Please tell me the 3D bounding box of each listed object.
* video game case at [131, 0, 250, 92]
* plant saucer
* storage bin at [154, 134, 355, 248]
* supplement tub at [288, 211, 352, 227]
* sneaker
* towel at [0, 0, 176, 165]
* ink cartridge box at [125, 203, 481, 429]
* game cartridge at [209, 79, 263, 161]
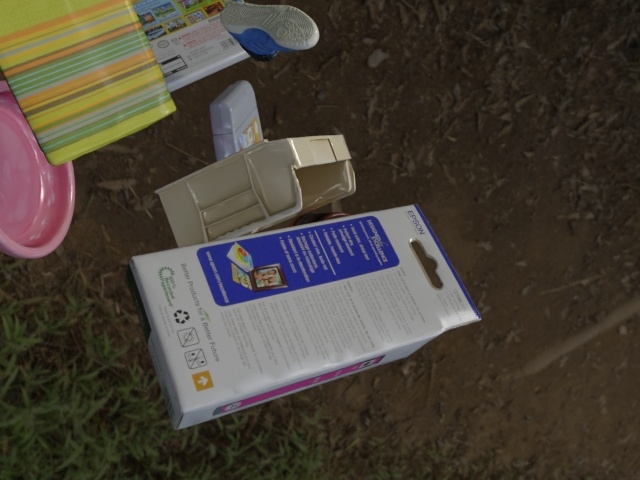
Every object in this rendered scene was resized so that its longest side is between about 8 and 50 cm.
[{"bbox_3d":[-0.226,-0.351,1.059,0.227,0.206,0.026,-32,170,-23],"label":"video game case"},{"bbox_3d":[-0.583,-0.128,1.240,0.084,0.332,0.332,-5,122,9],"label":"plant saucer"},{"bbox_3d":[-0.096,-0.085,1.136,0.260,0.262,0.123,-20,92,23],"label":"storage bin"},{"bbox_3d":[0.000,0.000,1.210,0.106,0.198,0.106,-1,93,-23],"label":"supplement tub"},{"bbox_3d":[-0.062,-0.288,0.936,0.058,0.152,0.084,-71,159,-9],"label":"sneaker"},{"bbox_3d":[-0.185,-0.175,0.432,0.102,0.021,0.237,-31,114,-27],"label":"towel"},{"bbox_3d":[-0.011,0.069,0.745,0.371,0.175,0.069,-13,152,-26],"label":"ink cartridge box"},{"bbox_3d":[-0.170,-0.181,1.453,0.062,0.198,0.297,-5,118,9],"label":"game cartridge"}]
